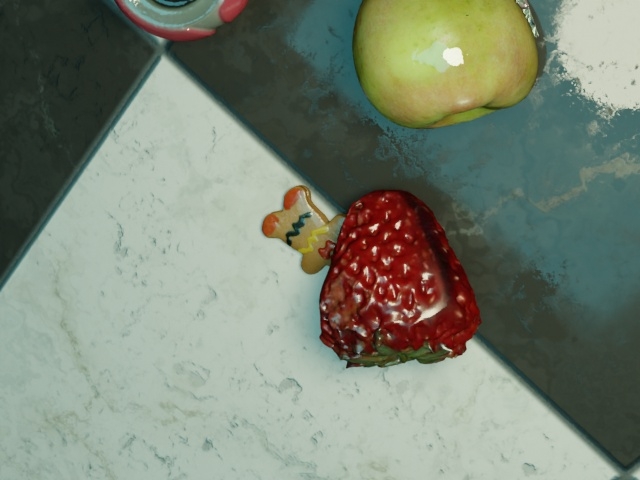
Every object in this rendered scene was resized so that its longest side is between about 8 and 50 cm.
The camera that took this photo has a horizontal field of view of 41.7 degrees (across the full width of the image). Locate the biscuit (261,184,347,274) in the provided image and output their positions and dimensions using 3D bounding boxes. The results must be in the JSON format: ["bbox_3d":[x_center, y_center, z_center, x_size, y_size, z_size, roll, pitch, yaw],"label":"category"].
[{"bbox_3d":[0.000,0.000,1.802,0.250,0.036,0.165,41,114,4],"label":"biscuit"}]

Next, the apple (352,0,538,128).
[{"bbox_3d":[0.214,-0.349,1.494,0.319,0.319,0.277,-14,87,21],"label":"apple"}]

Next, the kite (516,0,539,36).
[{"bbox_3d":[0.349,-0.410,1.591,0.139,0.011,0.156,22,109,15],"label":"kite"}]

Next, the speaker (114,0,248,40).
[{"bbox_3d":[-0.265,-0.537,1.617,0.294,0.294,0.294,5,106,17],"label":"speaker"}]

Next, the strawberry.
[{"bbox_3d":[0.147,0.074,1.677,0.318,0.295,0.345,-18,65,38],"label":"strawberry"}]
